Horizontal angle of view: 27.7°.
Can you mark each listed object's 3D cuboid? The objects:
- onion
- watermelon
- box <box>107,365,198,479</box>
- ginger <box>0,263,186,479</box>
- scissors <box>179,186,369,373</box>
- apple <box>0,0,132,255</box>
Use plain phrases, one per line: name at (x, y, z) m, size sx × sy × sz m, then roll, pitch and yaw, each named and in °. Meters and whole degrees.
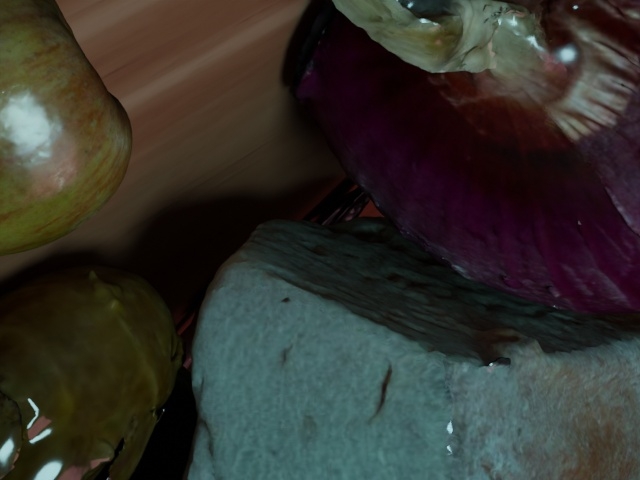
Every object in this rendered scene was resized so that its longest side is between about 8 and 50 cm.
onion at (0.141, -0.076, 0.586) m, size 0.272 × 0.230 × 0.256 m, roll -45°, pitch 169°, yaw -25°
watermelon at (0.026, 0.096, 0.625) m, size 0.387 × 0.228 × 0.258 m, roll -50°, pitch 132°, yaw -29°
box at (-0.167, 0.203, 0.807) m, size 0.134 × 0.097 × 0.345 m, roll -35°, pitch 164°, yaw -41°
ginger at (-0.178, 0.126, 0.523) m, size 0.309 × 0.107 × 0.133 m, roll -45°, pitch 154°, yaw -10°
scissors at (0.000, 0.000, 0.829) m, size 0.317 × 0.024 × 0.160 m, roll -46°, pitch 166°, yaw 11°
apple at (-0.093, -0.032, 0.352) m, size 0.071 × 0.084 × 0.084 m, roll -33°, pitch 165°, yaw -7°
